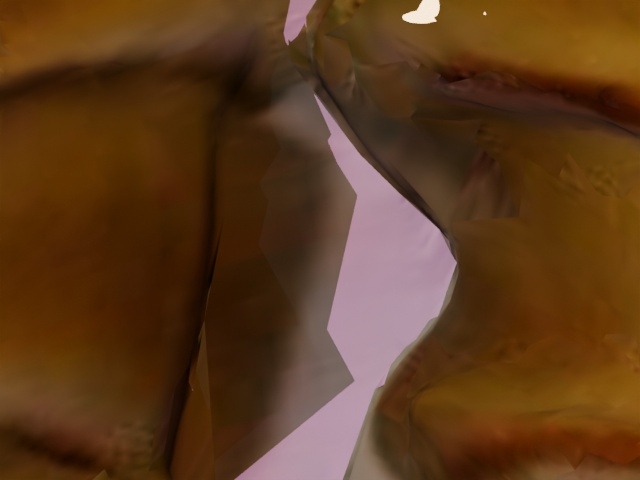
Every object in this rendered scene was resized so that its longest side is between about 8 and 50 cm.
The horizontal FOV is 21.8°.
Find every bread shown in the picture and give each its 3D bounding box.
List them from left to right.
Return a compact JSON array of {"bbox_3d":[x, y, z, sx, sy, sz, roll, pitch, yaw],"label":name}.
[{"bbox_3d":[0.000,0.000,0.466,0.300,0.210,0.341,15,77,-9],"label":"bread"}]
